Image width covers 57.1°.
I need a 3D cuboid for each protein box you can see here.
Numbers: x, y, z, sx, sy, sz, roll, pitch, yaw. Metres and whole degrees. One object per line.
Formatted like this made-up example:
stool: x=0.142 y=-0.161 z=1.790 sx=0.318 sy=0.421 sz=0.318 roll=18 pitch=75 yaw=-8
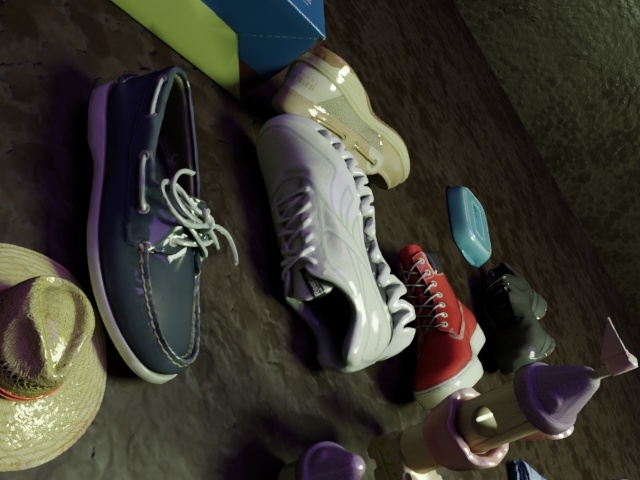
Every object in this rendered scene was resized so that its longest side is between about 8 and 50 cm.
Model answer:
protein box: x=-0.110 y=-0.310 z=0.648 sx=0.200 sy=0.136 sz=0.201 roll=33 pitch=42 yaw=-41

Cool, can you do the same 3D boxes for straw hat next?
straw hat: x=-0.168 y=0.056 z=0.348 sx=0.144 sy=0.061 sz=0.144 roll=38 pitch=38 yaw=-38

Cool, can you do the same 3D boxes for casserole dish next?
casserole dish: x=0.297 y=-0.034 z=1.165 sx=0.114 sy=0.037 sz=0.188 roll=42 pitch=35 yaw=-33

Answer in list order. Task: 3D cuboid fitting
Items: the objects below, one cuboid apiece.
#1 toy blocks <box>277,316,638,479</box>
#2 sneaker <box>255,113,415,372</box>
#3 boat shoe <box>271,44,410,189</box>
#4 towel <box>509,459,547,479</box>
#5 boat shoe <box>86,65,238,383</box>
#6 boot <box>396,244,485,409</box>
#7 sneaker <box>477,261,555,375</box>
toy blocks: x=0.151 y=0.238 z=0.422 sx=0.309 sy=0.260 sz=0.288 roll=2 pitch=61 yaw=-36
sneaker: x=0.000 y=0.000 z=0.619 sx=0.118 sy=0.110 sz=0.291 roll=-19 pitch=83 yaw=-51
boat shoe: x=0.030 y=-0.131 z=0.772 sx=0.109 sy=0.098 sz=0.302 roll=32 pitch=-4 yaw=30
towel: x=0.344 y=0.483 z=0.838 sx=0.209 sy=0.034 sz=0.284 roll=43 pitch=35 yaw=-32
boat shoe: x=-0.120 y=-0.022 z=0.455 sx=0.095 sy=0.079 sz=0.254 roll=49 pitch=26 yaw=-62
boot: x=0.138 y=0.099 z=0.769 sx=0.176 sy=0.089 sz=0.244 roll=62 pitch=22 yaw=-2
sneaker: x=0.329 y=0.132 z=1.038 sx=0.130 sy=0.109 sz=0.286 roll=52 pitch=22 yaw=-6
